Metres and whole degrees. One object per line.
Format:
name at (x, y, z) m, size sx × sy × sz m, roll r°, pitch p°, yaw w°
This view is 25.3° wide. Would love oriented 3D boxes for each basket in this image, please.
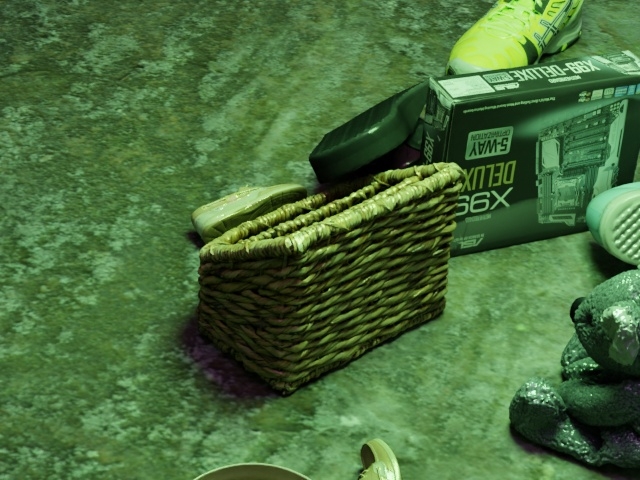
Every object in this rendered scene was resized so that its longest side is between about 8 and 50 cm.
basket at (0.000, 0.000, 1.719) m, size 0.299 × 0.223 × 0.213 m, roll -25°, pitch 44°, yaw -35°

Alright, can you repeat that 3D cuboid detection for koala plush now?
koala plush at (0.344, 0.123, 1.576) m, size 0.203 × 0.221 × 0.196 m, roll 25°, pitch 39°, yaw 27°

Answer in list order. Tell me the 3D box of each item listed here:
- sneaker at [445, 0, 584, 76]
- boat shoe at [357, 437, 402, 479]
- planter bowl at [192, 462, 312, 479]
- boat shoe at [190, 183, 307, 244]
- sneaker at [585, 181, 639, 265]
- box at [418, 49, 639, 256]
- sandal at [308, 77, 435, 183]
sneaker at (0.322, -0.363, 2.359) m, size 0.145 × 0.147 × 0.384 m, roll 22°, pitch 39°, yaw 21°
boat shoe at (0.060, 0.260, 1.495) m, size 0.045 × 0.050 × 0.135 m, roll 0°, pitch 34°, yaw -17°
planter bowl at (-0.065, 0.306, 1.359) m, size 0.162 × 0.109 × 0.162 m, roll 3°, pitch 35°, yaw -2°
boat shoe at (-0.097, -0.047, 1.919) m, size 0.170 × 0.063 × 0.059 m, roll -21°, pitch 47°, yaw -31°
sneaker at (0.528, -0.026, 1.905) m, size 0.365 × 0.135 × 0.150 m, roll 9°, pitch 14°, yaw -12°
box at (0.280, -0.115, 1.904) m, size 0.307 × 0.243 × 0.076 m, roll -10°, pitch 36°, yaw -21°
sandal at (0.086, -0.130, 1.992) m, size 0.167 × 0.107 × 0.446 m, roll -25°, pitch 8°, yaw 20°
